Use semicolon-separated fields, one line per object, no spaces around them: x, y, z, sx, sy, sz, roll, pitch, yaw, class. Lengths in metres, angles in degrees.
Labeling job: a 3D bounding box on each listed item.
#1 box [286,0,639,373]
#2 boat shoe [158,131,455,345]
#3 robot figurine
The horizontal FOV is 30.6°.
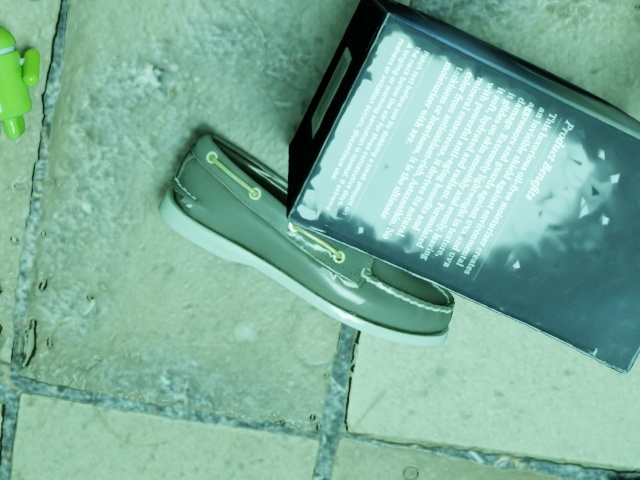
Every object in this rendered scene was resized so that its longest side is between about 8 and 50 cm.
0.139;-0.067;0.996;0.294;0.296;0.182;25;104;-8;box
0.000;0.001;1.109;0.305;0.109;0.091;27;108;-4;boat shoe
-0.308;-0.150;1.085;0.101;0.067;0.115;-10;105;2;robot figurine
